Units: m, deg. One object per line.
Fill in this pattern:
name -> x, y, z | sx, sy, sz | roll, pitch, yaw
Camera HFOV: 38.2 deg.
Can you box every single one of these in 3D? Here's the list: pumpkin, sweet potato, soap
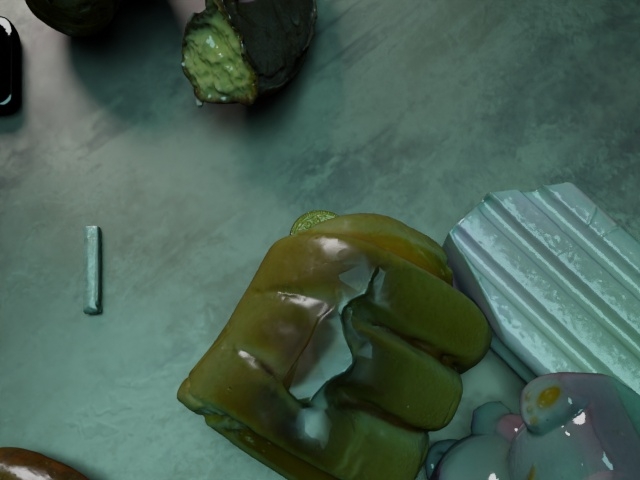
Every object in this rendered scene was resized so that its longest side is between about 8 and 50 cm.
pumpkin -> -0.308, -0.373, 1.245 | 0.162, 0.219, 0.219 | 24, 76, -14
sweet potato -> -0.318, 0.325, 1.105 | 0.359, 0.112, 0.112 | 24, 77, 4
soap -> 0.314, 0.084, 1.140 | 0.208, 0.115, 0.347 | -43, 77, -10

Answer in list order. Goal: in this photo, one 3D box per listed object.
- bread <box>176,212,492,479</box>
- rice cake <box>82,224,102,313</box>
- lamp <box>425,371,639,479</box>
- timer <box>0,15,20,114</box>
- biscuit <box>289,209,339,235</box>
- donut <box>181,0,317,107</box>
bread -> 0.036, 0.126, 1.089 | 0.300, 0.210, 0.341 | 35, 82, 7
rice cake -> -0.303, 0.038, 1.227 | 0.022, 0.021, 0.121 | -6, 73, 6
lamp -> 0.253, 0.282, 1.018 | 0.247, 0.301, 0.247 | 5, 50, -36
timer -> -0.518, -0.243, 1.294 | 0.187, 0.055, 0.144 | -5, 74, 0
biscuit -> 0.000, 0.000, 1.222 | 0.083, 0.023, 0.084 | -1, 75, 2
donut -> -0.131, -0.362, 1.208 | 0.136, 0.345, 0.259 | -11, 30, 34
